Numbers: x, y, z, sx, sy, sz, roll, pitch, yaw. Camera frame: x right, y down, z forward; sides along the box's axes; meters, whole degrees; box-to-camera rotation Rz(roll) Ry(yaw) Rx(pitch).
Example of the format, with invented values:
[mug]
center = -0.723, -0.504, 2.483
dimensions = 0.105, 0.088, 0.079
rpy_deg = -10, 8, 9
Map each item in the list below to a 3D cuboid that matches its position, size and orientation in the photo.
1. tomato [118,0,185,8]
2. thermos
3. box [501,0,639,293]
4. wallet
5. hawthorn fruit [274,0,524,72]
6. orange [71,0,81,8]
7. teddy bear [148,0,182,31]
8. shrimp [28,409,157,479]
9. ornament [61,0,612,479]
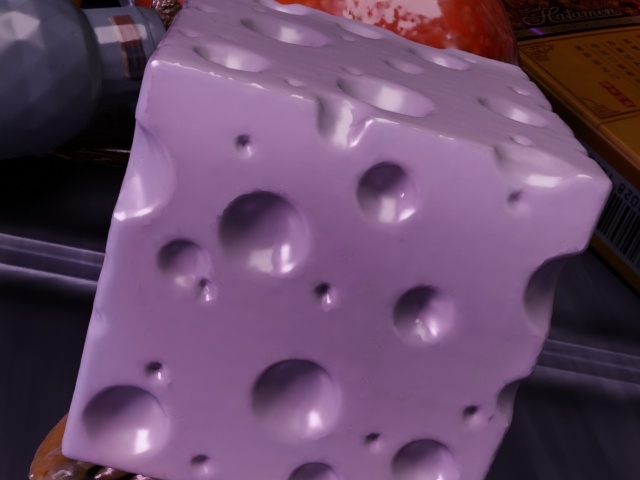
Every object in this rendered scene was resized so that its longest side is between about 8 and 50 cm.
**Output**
[tomato]
center = -0.102, -0.311, 1.085
dimensions = 0.233, 0.139, 0.200
rpy_deg = 5, 34, -12
[thermos]
center = -0.265, -0.150, 0.785
dimensions = 0.287, 0.182, 0.145
rpy_deg = -14, 6, -26
[box]
center = 0.316, -0.130, 1.026
dimensions = 0.264, 0.115, 0.415
rpy_deg = -14, 47, -30
[wallet]
center = -0.197, -0.113, 0.902
dimensions = 0.232, 0.031, 0.122
rpy_deg = 5, 43, -10
[hawthorn fruit]
center = 0.039, -0.138, 0.844
dimensions = 0.284, 0.284, 0.284
rpy_deg = 9, 39, -8
[orange]
center = -0.357, -0.299, 0.969
dimensions = 0.263, 0.196, 0.334
rpy_deg = 18, 22, -17
[teddy bear]
center = -0.095, -0.189, 0.995
dimensions = 0.160, 0.078, 0.119
rpy_deg = 7, 79, 6
[shrimp]
center = -0.061, 0.181, 0.584
dimensions = 0.169, 0.058, 0.296
rpy_deg = -21, 46, -30
[ornament]
center = 0.000, 0.000, 0.617
dimensions = 0.240, 0.239, 0.239
rpy_deg = 14, 23, -8
